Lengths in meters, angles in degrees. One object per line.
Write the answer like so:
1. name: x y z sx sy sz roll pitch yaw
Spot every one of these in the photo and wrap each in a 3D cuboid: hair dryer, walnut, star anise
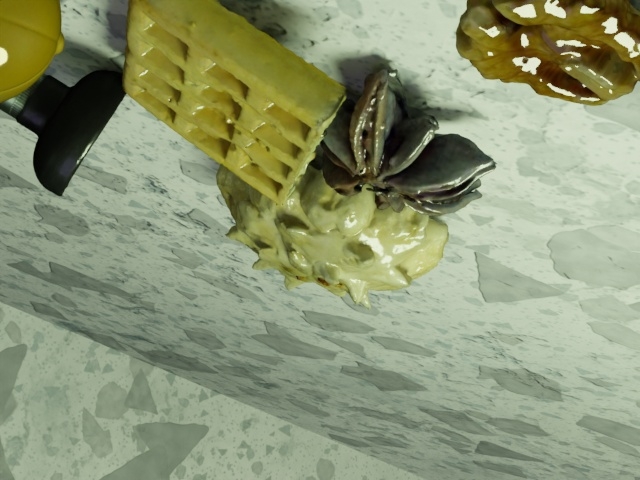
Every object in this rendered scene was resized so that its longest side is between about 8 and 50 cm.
1. hair dryer: -0.381 -0.197 1.342 0.320 0.156 0.284 33 180 -4
2. walnut: 0.188 -0.164 0.893 0.170 0.069 0.143 22 159 -31
3. star anise: 0.078 -0.092 1.180 0.229 0.093 0.236 14 158 29

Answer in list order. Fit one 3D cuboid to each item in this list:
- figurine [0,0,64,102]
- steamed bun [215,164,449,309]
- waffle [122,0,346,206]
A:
1. figurine: -0.354 -0.238 1.043 0.257 0.167 0.192 43 171 -6
2. steamed bun: 0.000 0.000 1.413 0.295 0.137 0.292 20 169 -11
3. waffle: -0.097 -0.148 1.135 0.221 0.055 0.248 35 160 0
